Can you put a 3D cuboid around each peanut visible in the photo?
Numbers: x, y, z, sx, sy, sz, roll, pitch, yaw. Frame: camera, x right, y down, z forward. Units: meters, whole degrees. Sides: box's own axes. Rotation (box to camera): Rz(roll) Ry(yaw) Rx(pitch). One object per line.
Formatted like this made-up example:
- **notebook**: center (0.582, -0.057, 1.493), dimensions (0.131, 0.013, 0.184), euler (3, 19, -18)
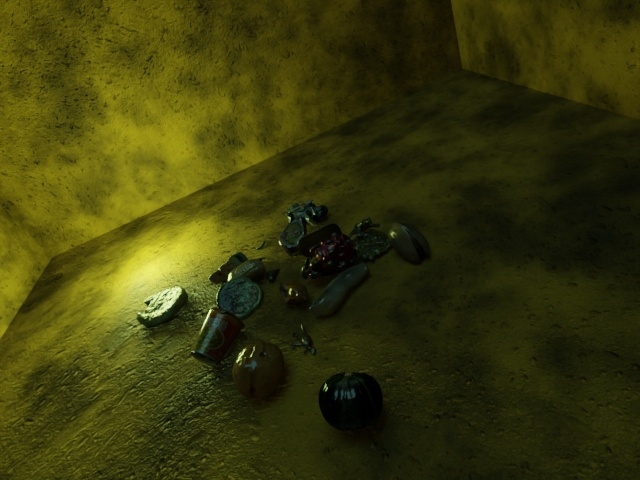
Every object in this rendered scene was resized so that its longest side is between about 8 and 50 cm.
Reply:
- **peanut**: center (-0.399, 0.183, 2.166), dimensions (0.224, 0.129, 0.129), euler (-29, 33, -4)

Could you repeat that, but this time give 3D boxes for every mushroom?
- **mushroom**: center (0.089, 0.214, 1.832), dimensions (0.109, 0.097, 0.351), euler (17, 49, 45)

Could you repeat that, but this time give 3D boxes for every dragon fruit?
- **dragon fruit**: center (0.043, 0.081, 1.954), dimensions (0.272, 0.198, 0.218), euler (-26, 52, -29)

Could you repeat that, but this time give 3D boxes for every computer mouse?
- **computer mouse**: center (0.000, 0.000, 2.169), dimensions (0.245, 0.126, 0.056), euler (-24, 11, -1)

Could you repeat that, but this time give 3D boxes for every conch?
- **conch**: center (-0.125, 0.247, 1.936), dimensions (0.093, 0.109, 0.330), euler (7, 1, -20)

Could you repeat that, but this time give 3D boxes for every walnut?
- **walnut**: center (-0.238, 0.493, 1.573), dimensions (0.195, 0.195, 0.222), euler (-12, 34, 19)

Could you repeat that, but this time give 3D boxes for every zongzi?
- **zongzi**: center (-0.240, 0.185, 2.147), dimensions (0.083, 0.040, 0.076), euler (-14, 37, -15)

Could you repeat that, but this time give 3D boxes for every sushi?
- **sushi**: center (-0.155, -0.028, 2.298), dimensions (0.161, 0.107, 0.241), euler (-16, 51, 9)

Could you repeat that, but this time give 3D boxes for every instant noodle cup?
- **instant noodle cup**: center (-0.470, 0.437, 1.822), dimensions (0.193, 0.193, 0.212), euler (-1, 48, 32)

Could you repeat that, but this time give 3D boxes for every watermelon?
- **watermelon**: center (-0.524, 0.158, 2.292), dimensions (0.241, 0.094, 0.154), euler (-39, 12, 8)

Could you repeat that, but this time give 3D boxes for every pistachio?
- **pistachio**: center (0.407, 0.004, 1.879), dimensions (0.137, 0.153, 0.238), euler (-38, 61, -2)

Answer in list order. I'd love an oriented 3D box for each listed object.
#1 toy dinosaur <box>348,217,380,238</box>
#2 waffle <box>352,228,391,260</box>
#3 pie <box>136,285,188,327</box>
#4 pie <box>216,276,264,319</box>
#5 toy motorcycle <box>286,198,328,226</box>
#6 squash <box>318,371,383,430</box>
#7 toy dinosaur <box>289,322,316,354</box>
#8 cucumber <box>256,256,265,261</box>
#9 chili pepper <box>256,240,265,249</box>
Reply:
- **toy dinosaur**: center (0.201, -0.062, 2.132), dimensions (0.247, 0.075, 0.188), euler (-35, 10, -19)
- **waffle**: center (0.244, 0.017, 2.039), dimensions (0.204, 0.054, 0.223), euler (-37, 35, -17)
- **pie**: center (-0.883, 0.366, 2.280), dimensions (0.302, 0.067, 0.302), euler (-18, 32, 12)
- **pie**: center (-0.405, 0.291, 2.034), dimensions (0.240, 0.054, 0.241), euler (-2, 60, 3)
- **toy motorcycle**: center (-0.098, -0.155, 2.467), dimensions (0.307, 0.108, 0.173), euler (8, 54, 39)
- **squash**: center (0.099, 0.516, 1.316), dimensions (0.218, 0.218, 0.173), euler (-8, 72, 24)
- **toy dinosaur**: center (-0.057, 0.409, 1.711), dimensions (0.126, 0.039, 0.162), euler (4, 37, 22)
- **cucumber**: center (-0.388, 0.137, 2.304), dimensions (0.163, 0.043, 0.039), euler (-28, 71, -1)
- **chili pepper**: center (-0.355, 0.028, 2.448), dimensions (0.030, 0.017, 0.083), euler (12, 49, 45)
